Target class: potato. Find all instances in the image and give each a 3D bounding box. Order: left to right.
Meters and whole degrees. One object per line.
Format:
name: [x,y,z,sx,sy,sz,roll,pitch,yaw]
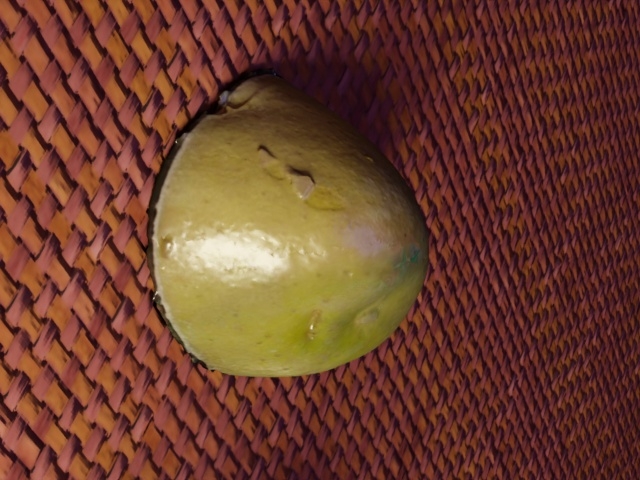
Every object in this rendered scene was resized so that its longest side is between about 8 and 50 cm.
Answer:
potato: [0.000,0.000,0.952,0.182,0.117,0.202,-68,151,-18]
